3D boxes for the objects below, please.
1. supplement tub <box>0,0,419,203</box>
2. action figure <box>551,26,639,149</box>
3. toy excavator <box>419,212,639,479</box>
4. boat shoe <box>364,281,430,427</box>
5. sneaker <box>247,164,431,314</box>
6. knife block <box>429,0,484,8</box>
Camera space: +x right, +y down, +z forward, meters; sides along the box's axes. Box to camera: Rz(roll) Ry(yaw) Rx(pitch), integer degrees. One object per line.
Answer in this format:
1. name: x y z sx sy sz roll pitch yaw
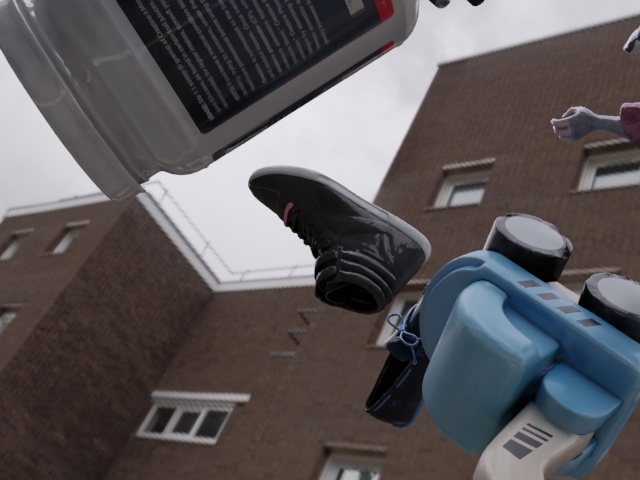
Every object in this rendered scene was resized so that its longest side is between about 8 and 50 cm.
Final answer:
1. supplement tub: -0.082 -0.170 0.603 0.191 0.272 0.191 57 -4 6
2. action figure: 0.456 -0.131 0.898 0.370 0.248 0.276 39 5 -35
3. toy excavator: 0.235 0.197 0.897 0.433 0.445 0.222 37 -53 30
4. boat shoe: 0.147 0.185 1.308 0.089 0.258 0.109 16 5 -18
5. sneaker: 0.000 0.000 1.159 0.295 0.147 0.105 27 -34 11
6. knife block: 0.088 -0.340 0.821 0.088 0.242 0.275 3 2 -35
